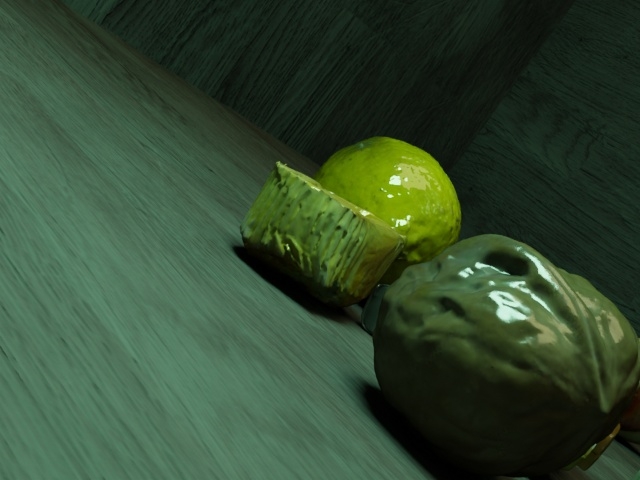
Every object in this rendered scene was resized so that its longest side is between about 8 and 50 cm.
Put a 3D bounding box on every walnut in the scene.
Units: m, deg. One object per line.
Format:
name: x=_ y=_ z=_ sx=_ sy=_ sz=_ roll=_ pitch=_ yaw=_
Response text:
walnut: x=0.185 y=0.120 z=1.088 sx=0.273 sy=0.227 sz=0.273 roll=32 pitch=5 yaw=-3

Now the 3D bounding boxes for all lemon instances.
lemon: x=0.099 y=-0.035 z=1.679 sx=0.253 sy=0.253 sz=0.310 roll=34 pitch=7 yaw=-14

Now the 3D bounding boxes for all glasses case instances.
glasses case: x=0.110 y=0.103 z=1.520 sx=0.042 sy=0.072 sz=0.190 roll=20 pitch=0 yaw=22

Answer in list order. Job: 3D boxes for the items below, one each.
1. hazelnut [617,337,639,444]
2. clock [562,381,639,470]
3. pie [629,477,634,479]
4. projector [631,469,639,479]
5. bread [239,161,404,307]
hazelnut: x=0.669 y=0.302 z=2.267 sx=0.261 sy=0.241 sz=0.261 roll=37 pitch=-4 yaw=3
clock: x=0.293 y=0.160 z=1.398 sx=0.244 sy=0.200 sz=0.317 roll=41 pitch=14 yaw=14
pie: x=0.549 y=0.418 z=1.704 sx=0.191 sy=0.033 sz=0.088 roll=30 pitch=13 yaw=-24
projector: x=0.454 y=0.354 z=1.442 sx=0.083 sy=0.083 sz=0.082 roll=38 pitch=7 yaw=15
bread: x=0.000 y=0.000 z=1.406 sx=0.179 sy=0.133 sz=0.250 roll=37 pitch=6 yaw=17
